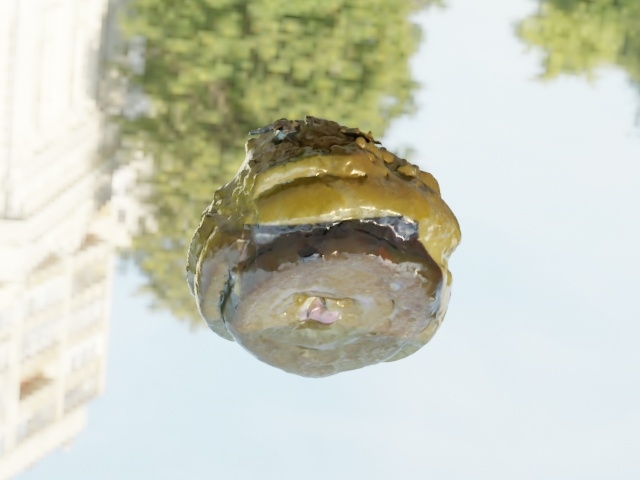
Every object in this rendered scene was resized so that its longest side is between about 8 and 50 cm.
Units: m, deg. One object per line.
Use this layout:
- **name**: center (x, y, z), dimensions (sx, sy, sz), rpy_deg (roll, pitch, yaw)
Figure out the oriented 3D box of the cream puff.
- **cream puff**: center (0.000, 0.000, 1.102), dimensions (0.189, 0.189, 0.129), rpy_deg (3, -131, -12)
